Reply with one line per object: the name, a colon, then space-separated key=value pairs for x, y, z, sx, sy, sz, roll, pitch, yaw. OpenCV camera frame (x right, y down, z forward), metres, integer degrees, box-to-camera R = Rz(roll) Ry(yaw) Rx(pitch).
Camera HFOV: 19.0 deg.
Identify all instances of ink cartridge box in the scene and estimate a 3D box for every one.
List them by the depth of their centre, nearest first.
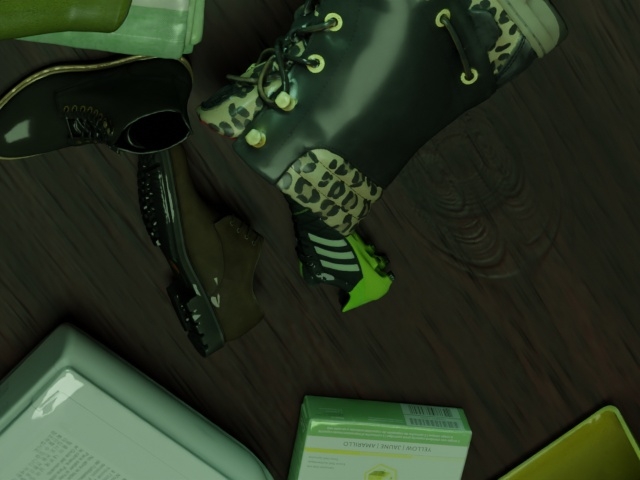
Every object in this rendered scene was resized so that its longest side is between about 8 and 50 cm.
ink cartridge box: x=0.047 y=0.274 z=1.961 sx=0.171 sy=0.056 sz=0.235 roll=5 pitch=116 yaw=-12

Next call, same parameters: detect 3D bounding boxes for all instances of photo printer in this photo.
photo printer: x=-0.213 y=0.253 z=1.879 sx=0.307 sy=0.107 sz=0.256 roll=38 pitch=108 yaw=-25

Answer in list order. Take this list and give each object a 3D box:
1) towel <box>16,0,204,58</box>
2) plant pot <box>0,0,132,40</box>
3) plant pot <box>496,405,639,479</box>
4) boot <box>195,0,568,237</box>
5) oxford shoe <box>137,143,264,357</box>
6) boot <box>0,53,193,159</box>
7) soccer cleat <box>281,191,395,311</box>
towel: x=-0.205 y=-0.315 z=1.595 sx=0.248 sy=0.038 sz=0.325 roll=8 pitch=120 yaw=-4
plant pot: x=-0.307 y=-0.290 z=1.417 sx=0.353 sy=0.366 sz=0.366 roll=6 pitch=118 yaw=-12
plant pot: x=0.294 y=0.340 z=1.956 sx=0.212 sy=0.212 sz=0.187 roll=-36 pitch=130 yaw=11
boot: x=0.002 y=-0.199 z=1.624 sx=0.284 sy=0.138 sz=0.377 roll=-47 pitch=122 yaw=6
oxford shoe: x=-0.108 y=-0.009 z=1.776 sx=0.096 sy=0.083 sz=0.227 roll=-26 pitch=122 yaw=-15
boot: x=-0.205 y=-0.103 z=1.665 sx=0.198 sy=0.137 sz=0.077 roll=-23 pitch=119 yaw=5
soccer cleat: x=0.000 y=0.000 z=1.798 sx=0.072 sy=0.060 sz=0.179 roll=-33 pitch=121 yaw=12
